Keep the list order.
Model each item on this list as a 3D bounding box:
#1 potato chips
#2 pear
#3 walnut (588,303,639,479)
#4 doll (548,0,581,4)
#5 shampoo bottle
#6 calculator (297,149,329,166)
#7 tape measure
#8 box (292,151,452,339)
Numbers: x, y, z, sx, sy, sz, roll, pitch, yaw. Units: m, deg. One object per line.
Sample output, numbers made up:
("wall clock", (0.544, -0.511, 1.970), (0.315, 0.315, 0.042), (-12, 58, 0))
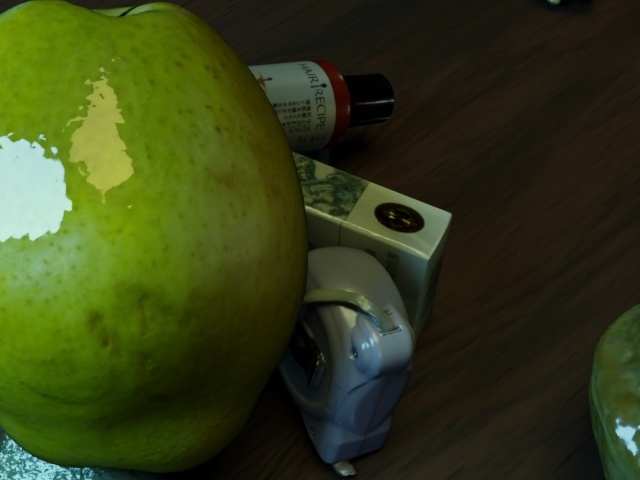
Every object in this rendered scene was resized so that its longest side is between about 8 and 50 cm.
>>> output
("potato chips", (-0.210, 0.249, 1.099), (0.167, 0.059, 0.228), (-13, 46, -24))
("pear", (-0.186, -0.003, 1.045), (0.362, 0.418, 0.362), (-3, 16, 1))
("walnut", (0.368, 0.176, 1.103), (0.283, 0.227, 0.283), (10, 51, -12))
("doll", (0.319, -0.388, 1.663), (0.179, 0.102, 0.089), (37, 17, 24))
("shampoo bottle", (-0.041, -0.149, 1.349), (0.278, 0.104, 0.104), (-11, 51, -32))
("calculator", (-0.048, -0.110, 1.423), (0.121, 0.039, 0.210), (2, 51, -2))
("tape measure", (0.009, 0.101, 1.158), (0.105, 0.196, 0.178), (-12, 44, -26))
("box", (0.000, 0.000, 1.254), (0.256, 0.164, 0.069), (22, 52, 14))
